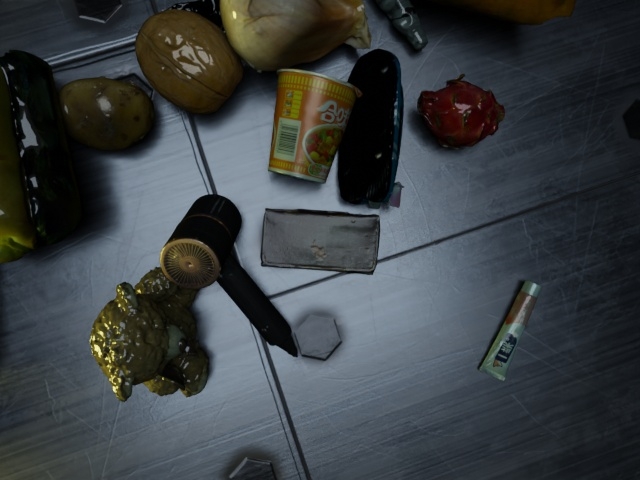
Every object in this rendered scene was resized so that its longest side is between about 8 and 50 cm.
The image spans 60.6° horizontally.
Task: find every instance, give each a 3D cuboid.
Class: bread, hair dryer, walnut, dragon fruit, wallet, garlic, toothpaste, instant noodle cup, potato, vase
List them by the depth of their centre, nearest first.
[{"bbox_3d":[-0.563,-0.151,0.939,0.251,0.208,0.377,-14,91,40],"label":"bread"},{"bbox_3d":[-0.062,-0.448,0.985,0.313,0.249,0.286,-11,114,-39],"label":"garlic"},{"bbox_3d":[-0.243,-0.331,1.014,0.197,0.165,0.165,37,86,6],"label":"walnut"},{"bbox_3d":[-0.401,-0.235,1.016,0.175,0.137,0.137,-10,89,-2],"label":"potato"},{"bbox_3d":[-0.023,-0.207,1.033,0.168,0.168,0.185,13,96,-3],"label":"instant noodle cup"},{"bbox_3d":[-0.142,0.087,1.034,0.107,0.189,0.352,-26,115,20],"label":"hair dryer"},{"bbox_3d":[0.267,-0.244,1.066,0.165,0.133,0.136,11,45,-5],"label":"dragon fruit"},{"bbox_3d":[0.000,0.000,1.083,0.232,0.031,0.122,4,92,-2],"label":"wallet"},{"bbox_3d":[0.149,-0.473,1.094,0.060,0.060,0.211,-33,92,-4],"label":"vase"},{"bbox_3d":[0.387,0.180,1.103,0.056,0.036,0.205,25,91,-2],"label":"toothpaste"}]

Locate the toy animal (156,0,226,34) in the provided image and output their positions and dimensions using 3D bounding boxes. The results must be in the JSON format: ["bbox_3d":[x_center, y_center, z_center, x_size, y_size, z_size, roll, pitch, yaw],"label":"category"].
[{"bbox_3d":[-0.209,-0.460,1.076,0.220,0.062,0.108,-25,70,-4],"label":"toy animal"}]

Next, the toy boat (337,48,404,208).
[{"bbox_3d":[0.116,-0.215,1.070,0.092,0.134,0.299,9,85,-40],"label":"toy boat"}]

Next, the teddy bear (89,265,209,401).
[{"bbox_3d":[-0.293,0.159,0.948,0.156,0.256,0.267,-3,88,0],"label":"teddy bear"}]

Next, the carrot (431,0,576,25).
[{"bbox_3d":[0.307,-0.549,1.017,0.340,0.241,0.242,12,87,-2],"label":"carrot"}]
